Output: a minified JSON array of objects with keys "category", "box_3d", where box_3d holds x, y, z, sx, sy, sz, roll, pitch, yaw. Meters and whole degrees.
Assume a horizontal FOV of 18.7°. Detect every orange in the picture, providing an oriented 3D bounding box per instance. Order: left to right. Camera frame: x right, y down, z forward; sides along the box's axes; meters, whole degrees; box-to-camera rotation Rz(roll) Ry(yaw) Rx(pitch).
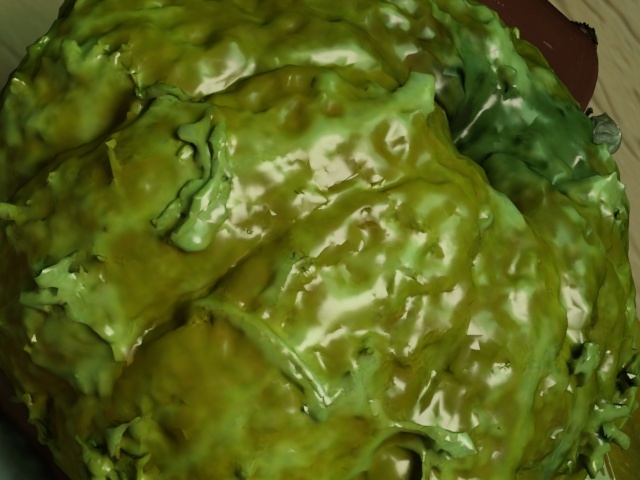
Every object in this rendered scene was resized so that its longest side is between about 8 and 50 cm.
[{"category":"orange","box_3d":[0.000,0.000,0.796,0.301,0.223,0.300,34,39,-30]}]

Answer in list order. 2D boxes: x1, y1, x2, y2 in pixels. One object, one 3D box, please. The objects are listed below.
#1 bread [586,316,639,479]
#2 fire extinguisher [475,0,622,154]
[{"category":"bread","box_3d":[0.157,0.138,0.999,0.233,0.088,0.161,52,35,-13]},{"category":"fire extinguisher","box_3d":[0.070,-0.118,1.063,0.269,0.105,0.105,35,44,-29]}]
